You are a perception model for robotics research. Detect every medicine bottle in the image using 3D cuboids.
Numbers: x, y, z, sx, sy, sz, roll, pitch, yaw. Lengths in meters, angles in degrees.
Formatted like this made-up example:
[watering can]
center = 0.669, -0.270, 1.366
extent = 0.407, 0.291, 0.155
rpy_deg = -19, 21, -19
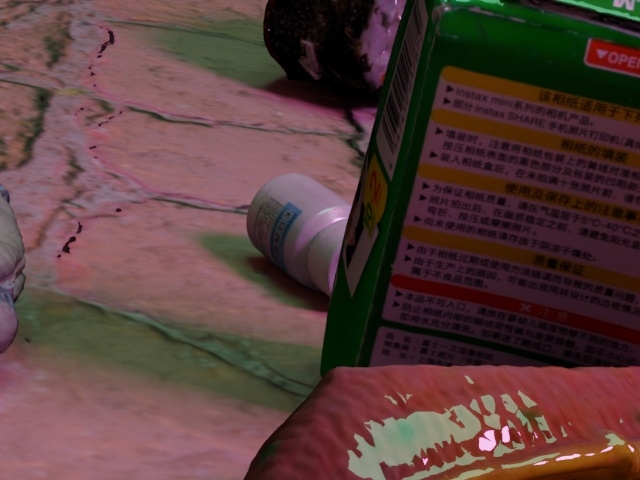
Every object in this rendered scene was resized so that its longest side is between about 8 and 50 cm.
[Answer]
[medicine bottle]
center = 0.000, 0.000, 1.048
extent = 0.052, 0.052, 0.089
rpy_deg = -2, 22, -33

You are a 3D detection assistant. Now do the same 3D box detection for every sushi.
[sushi]
center = 0.051, -0.180, 1.481
extent = 0.126, 0.136, 0.225
rpy_deg = 20, 13, 17

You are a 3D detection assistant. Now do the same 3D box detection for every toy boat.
[toy boat]
center = 0.079, 0.096, 0.766
extent = 0.318, 0.099, 0.141
rpy_deg = -1, -5, -34

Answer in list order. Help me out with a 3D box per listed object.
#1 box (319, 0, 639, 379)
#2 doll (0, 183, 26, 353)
[box]
center = 0.105, -0.015, 0.856
extent = 0.180, 0.250, 0.103
rpy_deg = 14, 34, 2
[doll]
center = -0.191, 0.003, 0.901
extent = 0.104, 0.071, 0.214
rpy_deg = 5, 23, -14
